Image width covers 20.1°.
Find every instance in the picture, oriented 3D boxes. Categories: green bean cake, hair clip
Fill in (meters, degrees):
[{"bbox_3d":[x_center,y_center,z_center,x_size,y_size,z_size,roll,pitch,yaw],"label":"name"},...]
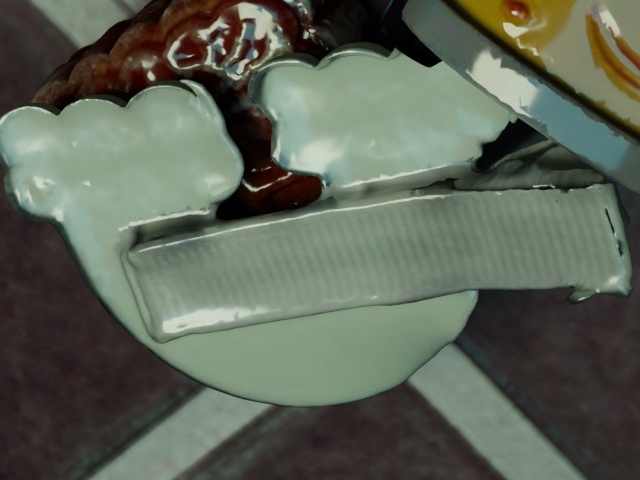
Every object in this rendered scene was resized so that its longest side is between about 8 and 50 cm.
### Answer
[{"bbox_3d":[-0.029,-0.032,0.688,0.135,0.056,0.135,-28,107,24],"label":"green bean cake"},{"bbox_3d":[0.000,0.000,0.638,0.220,0.054,0.140,-9,119,19],"label":"hair clip"}]

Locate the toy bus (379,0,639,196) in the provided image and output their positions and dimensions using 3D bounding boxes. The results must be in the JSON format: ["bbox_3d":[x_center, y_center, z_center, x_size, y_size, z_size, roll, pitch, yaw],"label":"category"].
[{"bbox_3d":[0.106,-0.095,0.538,0.126,0.209,0.136,33,110,-4],"label":"toy bus"}]
